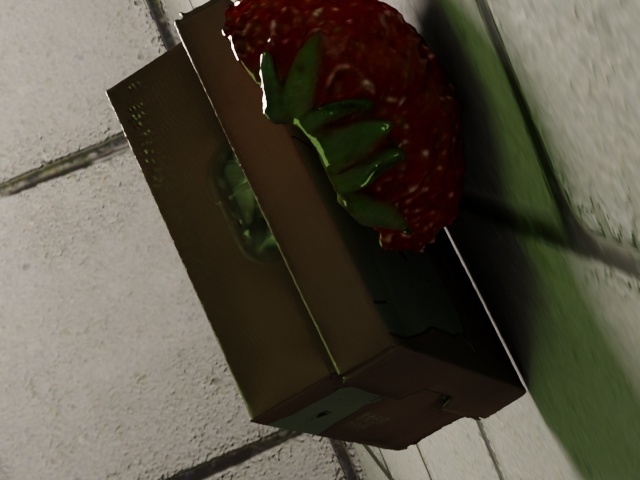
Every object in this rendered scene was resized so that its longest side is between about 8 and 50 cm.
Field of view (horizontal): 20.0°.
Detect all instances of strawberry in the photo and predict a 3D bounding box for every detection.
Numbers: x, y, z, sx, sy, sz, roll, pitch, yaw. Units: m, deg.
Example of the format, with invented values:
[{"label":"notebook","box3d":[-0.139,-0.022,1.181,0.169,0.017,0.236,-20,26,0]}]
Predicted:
[{"label":"strawberry","box3d":[0.021,-0.069,0.879,0.146,0.082,0.187,59,-176,-16]}]

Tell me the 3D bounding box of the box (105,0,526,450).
[{"label":"box","box3d":[0.000,0.000,0.978,0.215,0.086,0.215,64,-164,20]}]
